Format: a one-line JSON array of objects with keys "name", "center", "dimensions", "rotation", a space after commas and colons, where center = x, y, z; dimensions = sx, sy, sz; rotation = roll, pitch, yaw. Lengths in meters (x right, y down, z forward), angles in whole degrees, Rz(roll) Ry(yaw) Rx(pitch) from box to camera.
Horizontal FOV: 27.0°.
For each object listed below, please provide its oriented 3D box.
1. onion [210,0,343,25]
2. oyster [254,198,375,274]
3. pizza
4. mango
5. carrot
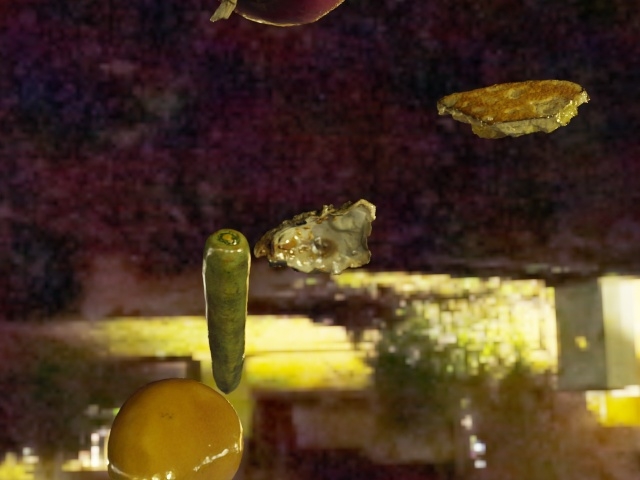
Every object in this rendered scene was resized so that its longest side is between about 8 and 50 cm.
[{"name": "onion", "center": [-0.042, -0.288, 1.256], "dimensions": [0.177, 0.177, 0.153], "rotation": [-4, -168, 16]}, {"name": "oyster", "center": [-0.008, -0.005, 1.631], "dimensions": [0.148, 0.103, 0.051], "rotation": [-6, -147, -15]}, {"name": "pizza", "center": [0.203, -0.134, 1.383], "dimensions": [0.160, 0.036, 0.099], "rotation": [-8, -148, 4]}, {"name": "mango", "center": [-0.203, 0.275, 1.811], "dimensions": [0.139, 0.175, 0.254], "rotation": [-40, 168, 21]}, {"name": "carrot", "center": [-0.149, 0.126, 2.091], "dimensions": [0.074, 0.074, 0.359], "rotation": [0, 134, -5]}]
